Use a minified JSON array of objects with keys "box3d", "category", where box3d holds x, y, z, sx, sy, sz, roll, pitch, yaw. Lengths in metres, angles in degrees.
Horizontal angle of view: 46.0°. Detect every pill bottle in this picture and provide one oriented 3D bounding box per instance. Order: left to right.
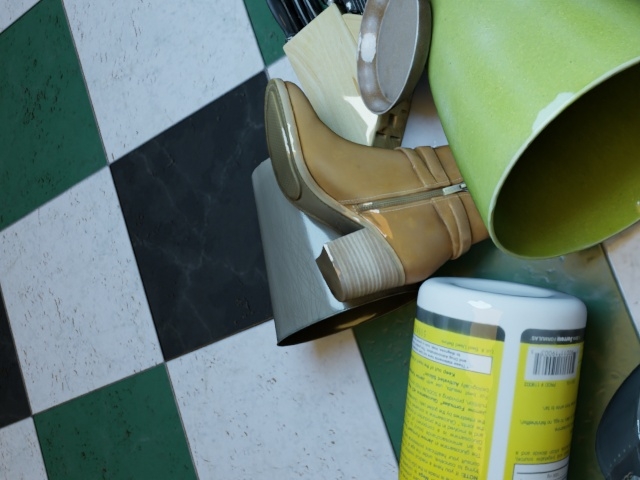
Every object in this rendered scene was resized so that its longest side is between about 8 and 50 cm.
[{"box3d":[0.187,0.217,0.859,0.188,0.188,0.334,9,94,31],"category":"pill bottle"}]

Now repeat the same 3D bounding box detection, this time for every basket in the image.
[{"box3d":[0.000,0.000,0.996,0.204,0.154,0.227,-25,74,20],"category":"basket"}]

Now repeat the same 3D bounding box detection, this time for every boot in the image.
[{"box3d":[0.070,-0.086,0.894,0.283,0.220,0.109,65,162,12],"category":"boot"},{"box3d":[0.406,0.264,0.766,0.229,0.263,0.091,22,139,2],"category":"boot"}]

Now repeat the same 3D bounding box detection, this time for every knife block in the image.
[{"box3d":[0.009,-0.237,1.021,0.242,0.088,0.275,18,100,30],"category":"knife block"}]

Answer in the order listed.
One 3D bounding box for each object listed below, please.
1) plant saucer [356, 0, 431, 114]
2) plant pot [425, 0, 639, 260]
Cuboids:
[{"box3d":[0.085,-0.227,0.863,0.168,0.029,0.168,-177,90,-70],"category":"plant saucer"},{"box3d":[0.231,-0.177,0.811,0.275,0.275,0.293,-45,51,23],"category":"plant pot"}]
